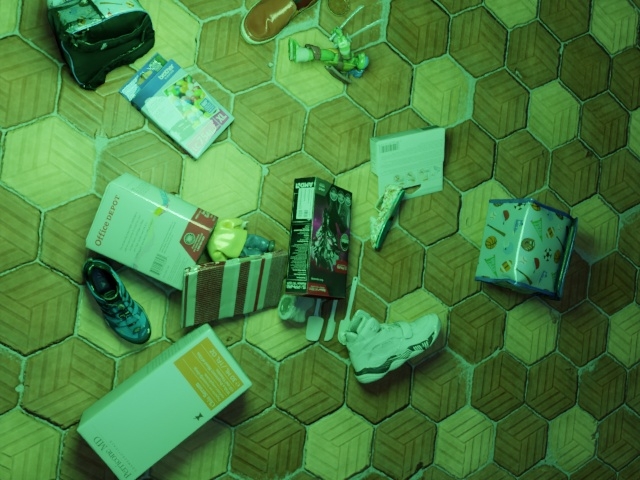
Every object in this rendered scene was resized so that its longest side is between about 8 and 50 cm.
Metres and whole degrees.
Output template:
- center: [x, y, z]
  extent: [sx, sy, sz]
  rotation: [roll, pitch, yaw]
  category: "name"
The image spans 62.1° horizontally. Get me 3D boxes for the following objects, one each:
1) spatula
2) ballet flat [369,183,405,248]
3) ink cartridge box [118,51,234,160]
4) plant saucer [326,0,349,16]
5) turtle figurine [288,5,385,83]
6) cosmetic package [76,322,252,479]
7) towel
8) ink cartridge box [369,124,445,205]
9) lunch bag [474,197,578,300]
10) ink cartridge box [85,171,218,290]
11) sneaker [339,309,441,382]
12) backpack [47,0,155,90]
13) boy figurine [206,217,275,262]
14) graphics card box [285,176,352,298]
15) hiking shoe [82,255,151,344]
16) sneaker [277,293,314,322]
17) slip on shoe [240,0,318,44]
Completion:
- center: [0.044, 0.233, 1.843]
  extent: [0.168, 0.019, 0.242]
  rotation: [12, 87, -17]
  category: "spatula"
- center: [0.219, -0.089, 1.864]
  extent: [0.077, 0.091, 0.241]
  rotation: [26, 95, 22]
  category: "ballet flat"
- center: [-0.445, -0.421, 1.656]
  extent: [0.311, 0.065, 0.186]
  rotation: [42, 78, -12]
  category: "ink cartridge box"
- center: [0.060, -0.815, 1.835]
  extent: [0.084, 0.013, 0.083]
  rotation: [0, 91, -19]
  category: "plant saucer"
- center: [0.036, -0.660, 1.740]
  extent: [0.266, 0.274, 0.197]
  rotation: [-5, 58, -14]
  category: "turtle figurine"
- center: [-0.461, 0.478, 1.610]
  extent: [0.453, 0.161, 0.230]
  rotation: [-38, 101, -13]
  category: "cosmetic package"
- center: [-0.266, 0.147, 1.641]
  extent: [0.329, 0.037, 0.237]
  rotation: [-10, 132, -29]
  category: "towel"
- center: [0.313, -0.270, 1.904]
  extent: [0.275, 0.060, 0.238]
  rotation: [-14, 120, -17]
  category: "ink cartridge box"
- center: [0.802, 0.041, 1.980]
  extent: [0.386, 0.239, 0.327]
  rotation: [17, 85, -33]
  category: "lunch bag"
- center: [-0.487, -0.027, 1.554]
  extent: [0.306, 0.131, 0.226]
  rotation: [28, 110, -9]
  category: "ink cartridge box"
- center: [0.240, 0.315, 1.839]
  extent: [0.366, 0.137, 0.210]
  rotation: [-32, 105, -11]
  category: "sneaker"
- center: [-0.616, -0.597, 1.509]
  extent: [0.263, 0.276, 0.213]
  rotation: [-27, 85, -19]
  category: "backpack"
- center: [-0.295, 0.010, 1.693]
  extent: [0.285, 0.092, 0.177]
  rotation: [18, 86, -17]
  category: "boy figurine"
- center: [0.000, 0.000, 1.710]
  extent: [0.233, 0.094, 0.370]
  rotation: [16, 75, -55]
  category: "graphics card box"
- center: [-0.609, 0.188, 1.572]
  extent: [0.113, 0.132, 0.304]
  rotation: [-35, 101, -14]
  category: "hiking shoe"
- center: [-0.059, 0.168, 1.785]
  extent: [0.115, 0.090, 0.232]
  rotation: [32, 74, -40]
  category: "sneaker"
- center: [-0.123, -0.759, 1.732]
  extent: [0.331, 0.101, 0.123]
  rotation: [-39, 103, -12]
  category: "slip on shoe"
